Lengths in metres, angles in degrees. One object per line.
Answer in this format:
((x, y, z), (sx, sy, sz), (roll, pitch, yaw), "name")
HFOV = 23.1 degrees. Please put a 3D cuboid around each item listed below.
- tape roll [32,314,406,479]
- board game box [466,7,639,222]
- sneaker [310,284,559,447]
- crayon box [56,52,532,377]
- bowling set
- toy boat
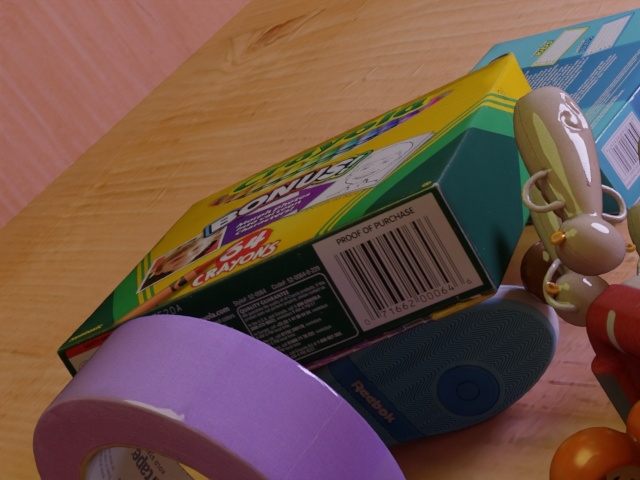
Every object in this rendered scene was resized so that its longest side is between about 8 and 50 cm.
((-0.071, 0.184, 1.134), (0.275, 0.275, 0.090), (-15, 28, 47), "tape roll")
((0.239, -0.124, 1.596), (0.254, 0.079, 0.336), (-48, 22, -27), "board game box")
((0.065, 0.081, 1.363), (0.319, 0.127, 0.208), (-25, 23, 25), "sneaker")
((0.000, 0.000, 1.329), (0.363, 0.106, 0.313), (-23, 16, 25), "crayon box")
((0.237, 0.020, 1.145), (0.200, 0.287, 0.154), (119, 150, -44), "bowling set")
((0.205, 0.117, 0.938), (0.151, 0.151, 0.231), (-34, 9, -5), "toy boat")
